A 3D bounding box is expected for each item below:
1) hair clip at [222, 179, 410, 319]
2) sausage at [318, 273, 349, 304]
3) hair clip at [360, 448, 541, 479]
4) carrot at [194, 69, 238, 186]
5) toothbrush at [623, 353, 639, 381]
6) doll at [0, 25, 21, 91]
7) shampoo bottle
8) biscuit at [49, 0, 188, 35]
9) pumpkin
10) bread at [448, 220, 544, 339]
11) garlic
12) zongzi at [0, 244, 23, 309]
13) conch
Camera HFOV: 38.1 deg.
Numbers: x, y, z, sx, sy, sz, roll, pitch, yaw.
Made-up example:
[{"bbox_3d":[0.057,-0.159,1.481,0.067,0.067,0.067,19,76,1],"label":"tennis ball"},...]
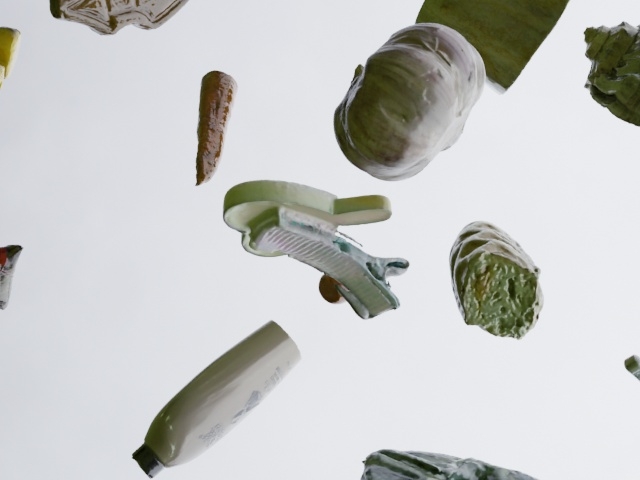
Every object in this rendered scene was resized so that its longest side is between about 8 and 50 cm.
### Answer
[{"bbox_3d":[0.002,-0.003,0.940,0.159,0.218,0.071,-33,-142,41],"label":"hair clip"},{"bbox_3d":[0.060,0.076,1.886,0.076,0.197,0.076,6,-74,23],"label":"sausage"},{"bbox_3d":[0.111,0.093,0.279,0.229,0.066,0.036,-2,-96,38],"label":"hair clip"},{"bbox_3d":[-0.152,-0.153,1.308,0.224,0.057,0.057,-89,-158,-44],"label":"carrot"},{"bbox_3d":[0.534,0.259,1.298,0.025,0.342,0.030,-39,-154,26],"label":"toothbrush"},{"bbox_3d":[-0.396,-0.206,0.734,0.103,0.316,0.145,-23,-133,60],"label":"doll"},{"bbox_3d":[-0.140,0.214,1.227,0.078,0.257,0.127,43,-17,27],"label":"shampoo bottle"},{"bbox_3d":[-0.231,-0.311,0.993,0.034,0.215,0.182,9,-65,46],"label":"biscuit"},{"bbox_3d":[0.287,-0.414,1.482,0.332,0.199,0.332,-62,-175,10],"label":"pumpkin"},{"bbox_3d":[0.264,0.053,1.435,0.268,0.130,0.152,-78,149,-77],"label":"bread"},{"bbox_3d":[0.072,-0.119,0.790,0.102,0.159,0.147,41,-57,9],"label":"garlic"},{"bbox_3d":[-0.307,0.033,0.792,0.073,0.083,0.067,-91,-156,-58],"label":"zongzi"},{"bbox_3d":[0.338,-0.144,0.898,0.207,0.155,0.130,39,-25,11],"label":"conch"}]
